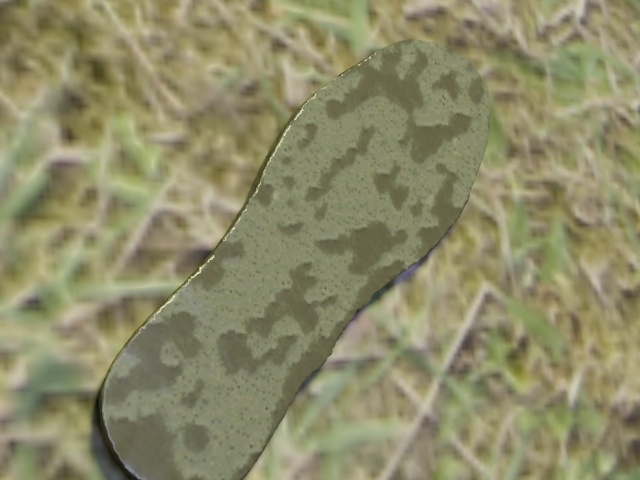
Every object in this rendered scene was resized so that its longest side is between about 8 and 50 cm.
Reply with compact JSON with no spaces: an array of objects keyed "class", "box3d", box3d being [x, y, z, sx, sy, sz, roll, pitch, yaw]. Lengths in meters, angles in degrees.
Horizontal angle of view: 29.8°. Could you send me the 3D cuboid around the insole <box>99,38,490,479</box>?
[{"class":"insole","box3d":[0.000,0.000,0.373,0.065,0.006,0.193,47,57,-14]}]
